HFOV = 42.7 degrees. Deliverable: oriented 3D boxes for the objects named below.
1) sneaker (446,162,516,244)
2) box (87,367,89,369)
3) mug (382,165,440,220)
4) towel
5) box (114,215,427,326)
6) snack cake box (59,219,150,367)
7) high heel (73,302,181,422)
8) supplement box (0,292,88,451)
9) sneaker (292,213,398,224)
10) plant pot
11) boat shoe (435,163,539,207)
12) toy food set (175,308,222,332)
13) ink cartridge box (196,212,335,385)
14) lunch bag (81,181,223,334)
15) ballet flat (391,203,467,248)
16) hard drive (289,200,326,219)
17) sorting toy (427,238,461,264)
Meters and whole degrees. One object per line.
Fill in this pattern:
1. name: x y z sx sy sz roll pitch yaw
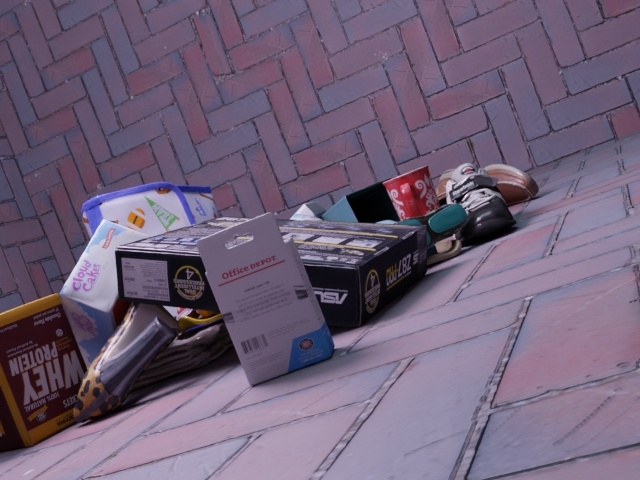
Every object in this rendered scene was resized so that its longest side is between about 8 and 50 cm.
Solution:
1. sneaker: 0.296 -0.076 1.603 0.122 0.146 0.330 -20 3 6
2. box: -0.363 0.200 1.520 0.178 0.109 0.042 -22 -3 -31
3. mug: 0.217 -0.072 1.901 0.113 0.169 0.150 -19 4 41
4. towel: -0.228 0.184 1.416 0.187 0.049 0.282 -20 2 16
5. box: -0.066 0.032 1.275 0.394 0.097 0.318 3 14 23
6. snack cake box: -0.344 0.108 1.373 0.264 0.089 0.152 100 -168 -56
7. high heel: -0.306 0.177 1.261 0.186 0.093 0.261 -46 11 -4
8. supplement box: -0.468 0.207 1.245 0.194 0.192 0.129 -19 3 39
9. sneaker: 0.000 0.000 1.828 0.365 0.150 0.135 -20 3 13
10. plant pot: 0.092 -0.019 2.021 0.165 0.166 0.234 -23 -6 -36
11. boat shoe: 0.409 -0.111 2.062 0.324 0.123 0.116 -2 52 58
12. toy food set: -0.214 0.115 1.489 0.128 0.071 0.218 -21 0 -9
13. ink cartridge box: -0.063 0.065 0.960 0.104 0.180 0.060 -20 2 9
14. lunch bag: -0.334 0.054 1.765 0.238 0.328 0.385 -23 -6 18
15. ballet flat: 0.178 -0.010 1.442 0.188 0.070 0.070 -18 0 -28
16. hard drive: -0.129 0.047 2.047 0.353 0.047 0.233 -47 -2 8
17. sorting toy: 0.125 0.044 1.561 0.228 0.041 0.307 -21 2 -7
